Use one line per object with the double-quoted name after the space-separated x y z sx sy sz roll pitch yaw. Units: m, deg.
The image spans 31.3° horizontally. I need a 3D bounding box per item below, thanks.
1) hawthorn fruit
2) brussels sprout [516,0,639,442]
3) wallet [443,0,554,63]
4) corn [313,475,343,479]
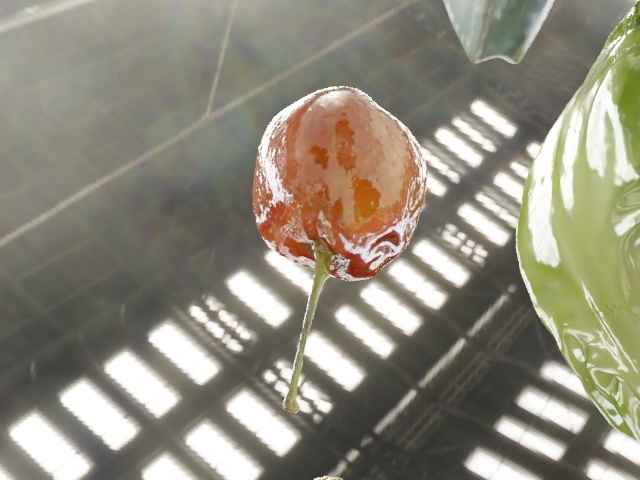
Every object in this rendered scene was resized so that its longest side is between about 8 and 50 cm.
0.000 0.000 0.947 0.165 0.165 0.285 19 -131 -1 "hawthorn fruit"
0.262 -0.012 0.639 0.328 0.328 0.247 25 180 8 "brussels sprout"
0.101 -0.304 0.759 0.083 0.252 0.360 -6 -126 -9 "wallet"
-0.025 0.328 1.154 0.080 0.080 0.231 27 -142 11 "corn"
